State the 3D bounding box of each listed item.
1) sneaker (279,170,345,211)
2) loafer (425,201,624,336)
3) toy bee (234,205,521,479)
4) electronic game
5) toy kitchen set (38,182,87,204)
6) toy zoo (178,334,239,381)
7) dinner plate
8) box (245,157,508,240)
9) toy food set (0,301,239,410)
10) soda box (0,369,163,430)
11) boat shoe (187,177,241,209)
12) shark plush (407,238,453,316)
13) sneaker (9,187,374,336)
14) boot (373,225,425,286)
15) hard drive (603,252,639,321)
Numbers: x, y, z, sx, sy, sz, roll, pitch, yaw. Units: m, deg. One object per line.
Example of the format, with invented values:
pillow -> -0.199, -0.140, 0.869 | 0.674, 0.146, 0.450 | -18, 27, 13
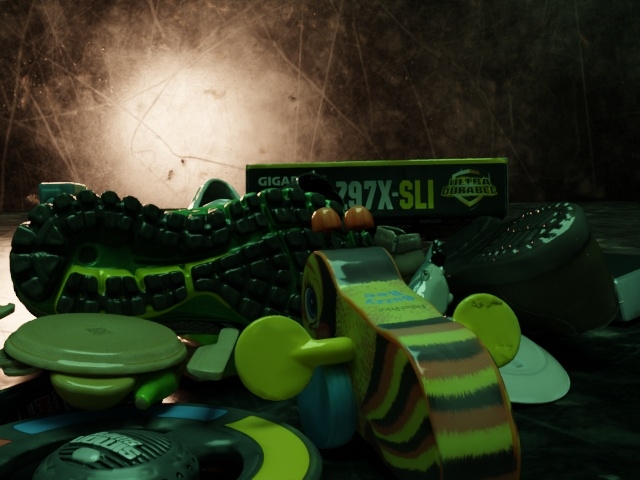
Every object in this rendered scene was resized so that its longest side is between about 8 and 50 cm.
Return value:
sneaker -> 0.000, 0.000, 0.899 | 0.118, 0.083, 0.222 | -30, -23, 25
loafer -> 0.189, 0.056, 0.914 | 0.134, 0.130, 0.366 | -36, 4, -10
toy bee -> 0.022, 0.061, 0.588 | 0.195, 0.162, 0.298 | -9, 10, -42
electronic game -> -0.113, 0.131, 0.471 | 0.229, 0.048, 0.229 | -1, 7, 0
toy kitchen set -> -0.225, 0.013, 1.004 | 0.207, 0.166, 0.122 | -1, 7, -2
toy zoo -> -0.037, 0.091, 0.895 | 0.293, 0.030, 0.192 | -5, 8, -32
dinner plate -> 0.143, 0.094, 0.719 | 0.141, 0.017, 0.141 | 11, 21, -4
box -> 0.076, -0.047, 1.146 | 0.322, 0.079, 0.257 | -1, -5, 6
toy food set -> -0.155, 0.082, 0.585 | 0.192, 0.039, 0.132 | 7, 8, 2
soda box -> -0.190, 0.112, 0.625 | 0.060, 0.053, 0.169 | 3, 8, 29
boat shoe -> -0.110, -0.002, 0.954 | 0.096, 0.088, 0.267 | 18, 16, -13
shark plush -> 0.085, 0.051, 0.818 | 0.067, 0.161, 0.073 | -17, -47, 41
sneaker -> -0.102, 0.026, 0.773 | 0.343, 0.134, 0.146 | 6, -16, -21
boot -> 0.065, 0.028, 0.918 | 0.118, 0.087, 0.042 | 6, 7, 40
hard drive -> 0.345, 0.052, 1.079 | 0.172, 0.054, 0.254 | 4, 8, 34
